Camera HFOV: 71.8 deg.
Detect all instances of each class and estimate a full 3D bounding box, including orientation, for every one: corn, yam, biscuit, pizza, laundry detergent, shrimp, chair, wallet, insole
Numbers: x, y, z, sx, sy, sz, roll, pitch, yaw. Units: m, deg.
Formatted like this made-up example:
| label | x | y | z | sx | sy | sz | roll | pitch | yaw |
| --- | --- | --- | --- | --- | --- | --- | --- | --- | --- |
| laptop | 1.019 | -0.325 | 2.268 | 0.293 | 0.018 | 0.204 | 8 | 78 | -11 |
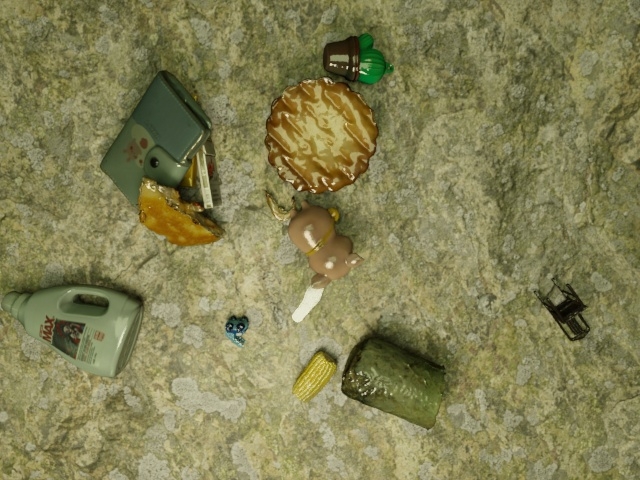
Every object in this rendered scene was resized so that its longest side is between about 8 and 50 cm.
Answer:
| label | x | y | z | sx | sy | sz | roll | pitch | yaw |
| --- | --- | --- | --- | --- | --- | --- | --- | --- | --- |
| corn | -0.021 | 0.426 | 1.377 | 0.085 | 0.063 | 0.165 | 37 | 99 | -12 |
| yam | 0.214 | 0.411 | 1.306 | 0.300 | 0.195 | 0.195 | 23 | 98 | -3 |
| biscuit | 0.000 | -0.295 | 1.262 | 0.326 | 0.107 | 0.325 | 0 | 101 | 0 |
| pizza | -0.415 | -0.075 | 1.242 | 0.189 | 0.297 | 0.071 | -14 | 55 | 24 |
| laundry detergent | -0.763 | 0.235 | 1.351 | 0.398 | 0.124 | 0.263 | 21 | 99 | 1 |
| shrimp | -0.119 | -0.116 | 1.330 | 0.083 | 0.023 | 0.114 | -33 | 101 | 3 |
| chair | 0.739 | 0.222 | 1.306 | 0.084 | 0.101 | 0.212 | -37 | 94 | 6 |
| wallet | -0.464 | -0.258 | 1.235 | 0.360 | 0.083 | 0.252 | -46 | 76 | 23 |
| insole | -0.039 | 0.191 | 1.377 | 0.053 | 0.002 | 0.152 | 36 | 97 | -3 |

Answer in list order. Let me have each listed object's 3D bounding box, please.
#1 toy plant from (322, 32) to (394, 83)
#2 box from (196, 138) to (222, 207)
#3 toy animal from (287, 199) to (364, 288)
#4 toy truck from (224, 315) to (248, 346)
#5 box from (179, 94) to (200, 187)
| label | x | y | z | sx | sy | sz | roll | pitch | yaw |
| --- | --- | --- | --- | --- | --- | --- | --- | --- | --- |
| toy plant | 0.109 | -0.508 | 1.235 | 0.201 | 0.105 | 0.142 | -2 | 83 | -15 |
| box | -0.323 | -0.194 | 1.282 | 0.029 | 0.109 | 0.198 | -6 | 98 | 3 |
| toy animal | 0.002 | -0.002 | 1.286 | 0.165 | 0.149 | 0.248 | -37 | 83 | 21 |
| toy truck | -0.258 | 0.286 | 1.375 | 0.073 | 0.056 | 0.090 | 2 | 111 | 6 |
| box | -0.439 | -0.296 | 1.305 | 0.153 | 0.043 | 0.269 | 5 | 97 | 5 |
